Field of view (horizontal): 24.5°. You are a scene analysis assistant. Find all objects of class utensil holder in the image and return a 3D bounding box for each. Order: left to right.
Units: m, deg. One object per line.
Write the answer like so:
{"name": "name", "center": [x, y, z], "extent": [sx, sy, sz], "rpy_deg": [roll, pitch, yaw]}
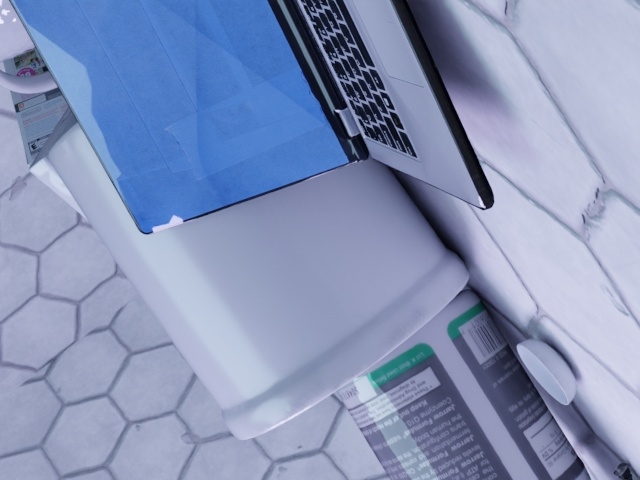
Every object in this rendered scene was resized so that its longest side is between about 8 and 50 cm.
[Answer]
{"name": "utensil holder", "center": [-0.071, -0.027, 1.659], "extent": [0.385, 0.327, 0.327], "rpy_deg": [55, 172, -3]}

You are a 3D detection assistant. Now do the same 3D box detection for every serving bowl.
{"name": "serving bowl", "center": [0.249, 0.137, 1.588], "extent": [0.083, 0.027, 0.083], "rpy_deg": [51, 172, 10]}

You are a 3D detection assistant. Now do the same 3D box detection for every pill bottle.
{"name": "pill bottle", "center": [0.185, 0.257, 1.715], "extent": [0.361, 0.204, 0.204], "rpy_deg": [59, 172, 4]}

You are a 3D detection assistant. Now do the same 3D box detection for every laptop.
{"name": "laptop", "center": [-0.097, -0.174, 1.295], "extent": [0.382, 0.236, 0.408], "rpy_deg": [62, 168, -22]}

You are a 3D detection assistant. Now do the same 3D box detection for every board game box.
{"name": "board game box", "center": [-0.400, -0.265, 2.446], "extent": [0.097, 0.224, 0.303], "rpy_deg": [65, -174, -63]}

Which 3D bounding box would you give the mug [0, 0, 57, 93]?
{"name": "mug", "center": [-0.472, -0.385, 2.257], "extent": [0.276, 0.328, 0.374], "rpy_deg": [44, 169, 45]}

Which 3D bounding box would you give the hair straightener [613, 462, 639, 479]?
{"name": "hair straightener", "center": [0.347, 0.291, 1.625], "extent": [0.089, 0.047, 0.230], "rpy_deg": [52, 177, 6]}

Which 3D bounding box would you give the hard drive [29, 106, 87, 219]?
{"name": "hard drive", "center": [-0.182, -0.047, 1.857], "extent": [0.353, 0.047, 0.233], "rpy_deg": [42, -144, -18]}
